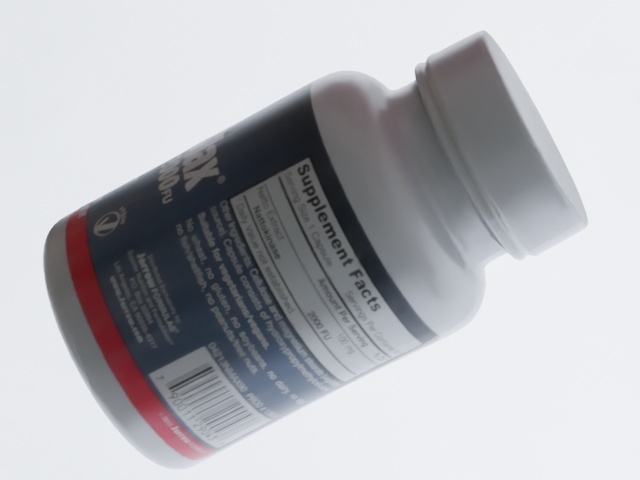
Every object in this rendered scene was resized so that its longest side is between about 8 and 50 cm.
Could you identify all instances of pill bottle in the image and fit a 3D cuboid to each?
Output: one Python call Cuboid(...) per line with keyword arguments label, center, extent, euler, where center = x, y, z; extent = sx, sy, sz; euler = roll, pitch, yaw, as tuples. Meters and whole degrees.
Cuboid(label="pill bottle", center=(0.000, 0.000, 0.726), extent=(0.180, 0.108, 0.108), euler=(-28, -126, 12))
